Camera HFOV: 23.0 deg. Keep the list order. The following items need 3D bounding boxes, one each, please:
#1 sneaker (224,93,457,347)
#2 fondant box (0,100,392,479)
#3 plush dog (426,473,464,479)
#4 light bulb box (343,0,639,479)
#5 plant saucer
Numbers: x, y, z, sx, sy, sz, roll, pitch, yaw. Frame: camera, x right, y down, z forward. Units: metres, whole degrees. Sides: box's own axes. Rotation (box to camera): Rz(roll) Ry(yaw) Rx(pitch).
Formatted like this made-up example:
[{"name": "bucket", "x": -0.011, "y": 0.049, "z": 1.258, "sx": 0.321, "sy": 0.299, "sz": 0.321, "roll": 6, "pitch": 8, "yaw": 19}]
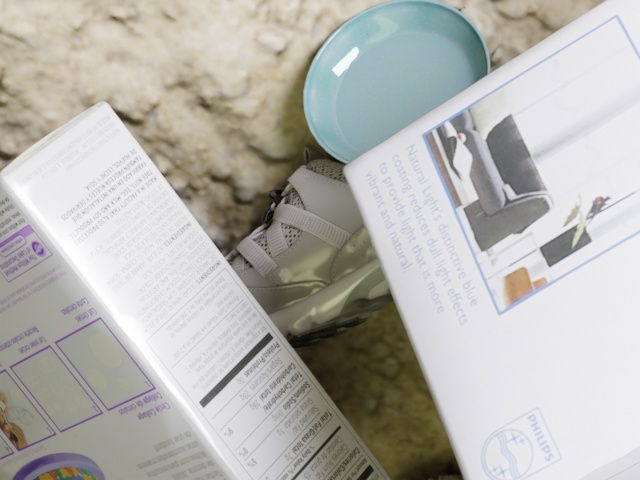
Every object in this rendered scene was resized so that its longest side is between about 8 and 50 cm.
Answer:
[{"name": "sneaker", "x": 0.000, "y": 0.000, "z": 1.021, "sx": 0.281, "sy": 0.105, "sz": 0.115, "roll": -23, "pitch": 80, "yaw": 16}, {"name": "fondant box", "x": -0.122, "y": 0.107, "z": 0.979, "sx": 0.238, "sy": 0.096, "sz": 0.330, "roll": -27, "pitch": 102, "yaw": 47}, {"name": "plush dog", "x": 0.138, "y": 0.316, "z": 1.055, "sx": 0.262, "sy": 0.210, "sz": 0.225, "roll": 31, "pitch": 90, "yaw": -12}, {"name": "light bulb box", "x": 0.270, "y": 0.017, "z": 0.842, "sx": 0.361, "sy": 0.225, "sz": 0.358, "roll": -32, "pitch": 146, "yaw": 17}, {"name": "plant saucer", "x": 0.049, "y": -0.092, "z": 0.963, "sx": 0.119, "sy": 0.119, "sz": 0.021, "roll": -21, "pitch": 150, "yaw": 13}]
